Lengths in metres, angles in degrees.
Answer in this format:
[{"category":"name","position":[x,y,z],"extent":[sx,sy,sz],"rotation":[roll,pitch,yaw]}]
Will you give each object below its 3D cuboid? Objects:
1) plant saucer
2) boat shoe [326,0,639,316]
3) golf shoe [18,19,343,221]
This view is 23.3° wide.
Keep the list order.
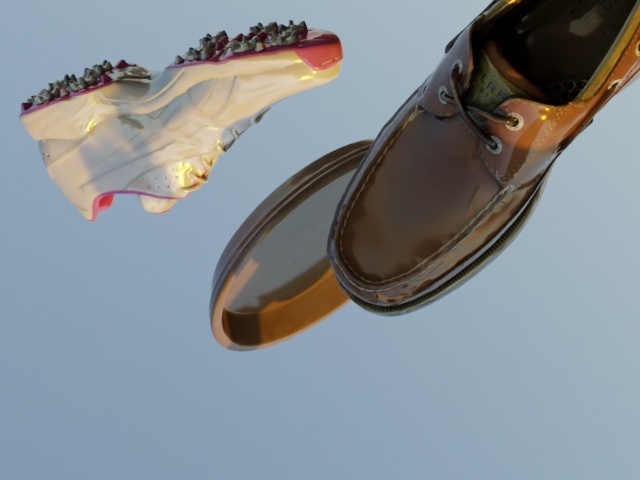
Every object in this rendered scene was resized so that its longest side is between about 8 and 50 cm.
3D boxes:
[{"category":"plant saucer","position":[0.000,0.000,1.500],"extent":[0.041,0.278,0.278],"rotation":[49,-160,23]},{"category":"boat shoe","position":[0.107,-0.087,0.923],"extent":[0.111,0.307,0.104],"rotation":[41,-177,18]},{"category":"golf shoe","position":[-0.111,-0.104,1.362],"extent":[0.115,0.306,0.140],"rotation":[-45,-60,-62]}]
